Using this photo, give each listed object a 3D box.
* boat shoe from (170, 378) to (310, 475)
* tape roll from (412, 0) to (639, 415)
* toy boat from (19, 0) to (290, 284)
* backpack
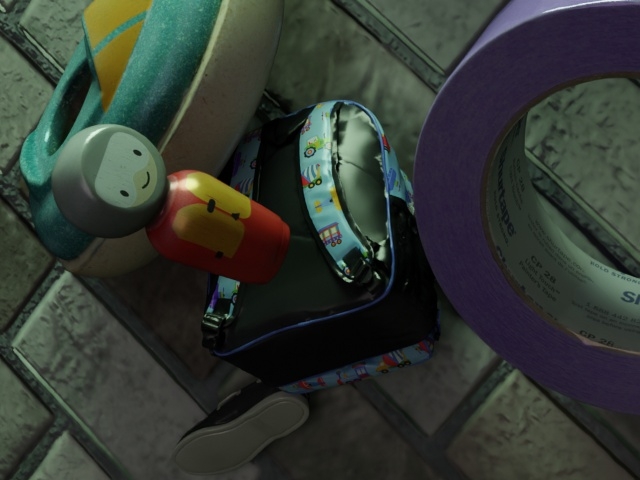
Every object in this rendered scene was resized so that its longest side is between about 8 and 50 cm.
[{"bbox_3d":[-0.058,0.131,1.276,0.125,0.038,0.046,-35,121,30],"label":"boat shoe"},{"bbox_3d":[0.198,-0.031,1.049,0.274,0.090,0.275,11,121,18],"label":"tape roll"},{"bbox_3d":[-0.117,-0.078,1.152,0.267,0.148,0.318,-59,25,17],"label":"toy boat"},{"bbox_3d":[0.000,0.000,1.192,0.158,0.117,0.173,-21,55,25],"label":"backpack"}]
